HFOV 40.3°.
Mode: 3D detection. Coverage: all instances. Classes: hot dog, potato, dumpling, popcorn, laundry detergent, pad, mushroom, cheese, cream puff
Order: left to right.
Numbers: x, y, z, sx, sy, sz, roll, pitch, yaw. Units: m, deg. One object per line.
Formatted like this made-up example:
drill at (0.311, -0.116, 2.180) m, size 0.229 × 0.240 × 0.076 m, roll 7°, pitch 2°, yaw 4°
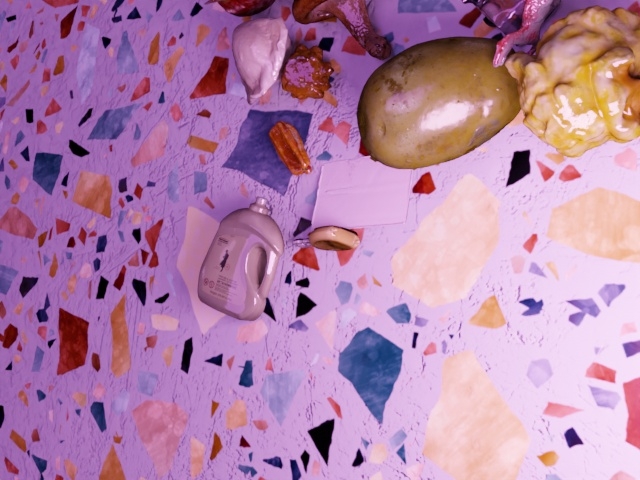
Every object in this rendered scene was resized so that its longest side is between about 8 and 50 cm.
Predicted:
laundry detergent at (-0.159, 0.031, 1.848) m, size 0.181 × 0.091 × 0.253 m, roll 22°, pitch 95°, yaw 37°
dumpling at (-0.137, -0.381, 1.880) m, size 0.252 × 0.131 × 0.179 m, roll 3°, pitch 89°, yaw 62°
hot dog at (-0.061, -0.193, 1.847) m, size 0.062 × 0.038 × 0.144 m, roll -43°, pitch 61°, yaw 21°
cream puff at (-0.027, -0.347, 1.820) m, size 0.116 × 0.094 × 0.122 m, roll -33°, pitch 89°, yaw 22°
cheese at (0.000, -0.001, 1.745) m, size 0.162 × 0.086 × 0.036 m, roll -7°, pitch 70°, yaw 51°
mushroom at (0.062, -0.446, 1.759) m, size 0.227 × 0.148 × 0.218 m, roll -29°, pitch 81°, yaw 36°
pad at (0.082, -0.095, 1.721) m, size 0.232 × 0.004 × 0.157 m, roll -5°, pitch 68°, yaw 37°
potato at (0.207, -0.245, 1.538) m, size 0.304 × 0.216 × 0.216 m, roll -20°, pitch 70°, yaw 22°
popcorn at (0.422, -0.253, 1.383) m, size 0.255 × 0.195 × 0.256 m, roll 28°, pitch 76°, yaw 26°

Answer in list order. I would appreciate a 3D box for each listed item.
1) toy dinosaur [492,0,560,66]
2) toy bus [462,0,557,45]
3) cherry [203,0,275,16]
toy dinosaur at (0.360, -0.407, 1.417) m, size 0.053 × 0.167 × 0.242 m, roll 38°, pitch 133°, yaw 35°
toy bus at (0.294, -0.502, 1.587) m, size 0.138 × 0.112 × 0.317 m, roll -42°, pitch 60°, yaw 19°
cherry at (-0.156, -0.617, 1.884) m, size 0.203 × 0.230 × 0.300 m, roll 34°, pitch 88°, yaw 24°
